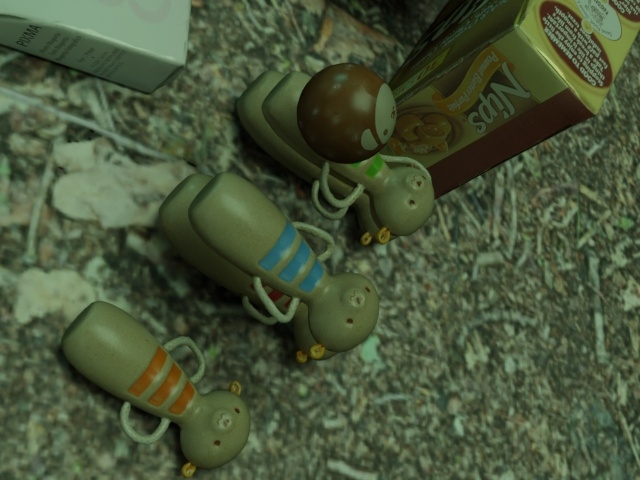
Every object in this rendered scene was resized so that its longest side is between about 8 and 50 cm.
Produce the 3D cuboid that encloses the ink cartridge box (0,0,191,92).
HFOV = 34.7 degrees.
[{"bbox_3d":[-0.191,-0.213,0.646,0.232,0.066,0.189,17,63,-34],"label":"ink cartridge box"}]

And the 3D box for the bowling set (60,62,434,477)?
[{"bbox_3d":[0.000,0.000,0.608,0.154,0.200,0.287,42,57,-16],"label":"bowling set"}]

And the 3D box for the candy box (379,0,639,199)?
[{"bbox_3d":[0.170,-0.182,0.802,0.087,0.183,0.316,45,52,-12],"label":"candy box"}]
